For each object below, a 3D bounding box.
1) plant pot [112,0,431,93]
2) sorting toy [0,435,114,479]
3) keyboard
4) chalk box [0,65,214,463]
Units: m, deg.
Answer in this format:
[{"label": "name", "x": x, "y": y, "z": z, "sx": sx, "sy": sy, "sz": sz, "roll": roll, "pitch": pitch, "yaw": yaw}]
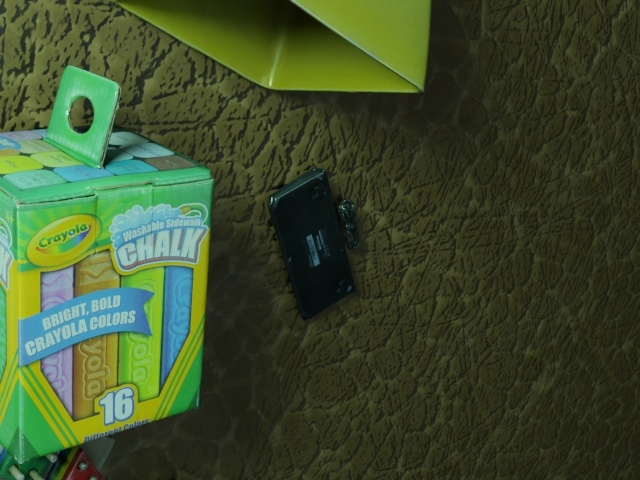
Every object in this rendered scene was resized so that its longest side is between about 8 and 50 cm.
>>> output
[{"label": "plant pot", "x": -0.022, "y": -0.260, "z": 0.868, "sx": 0.212, "sy": 0.212, "sz": 0.187, "roll": 22, "pitch": 81, "yaw": -46}, {"label": "sorting toy", "x": -0.275, "y": 0.241, "z": 0.968, "sx": 0.132, "sy": 0.046, "sz": 0.274, "roll": 31, "pitch": 87, "yaw": -46}, {"label": "keyboard", "x": 0.000, "y": 0.000, "z": 1.128, "sx": 0.108, "sy": 0.023, "sz": 0.180, "roll": -31, "pitch": 128, "yaw": -21}, {"label": "chalk box", "x": -0.213, "y": 0.003, "z": 0.821, "sx": 0.179, "sy": 0.180, "sz": 0.289, "roll": -12, "pitch": 116, "yaw": -39}]
